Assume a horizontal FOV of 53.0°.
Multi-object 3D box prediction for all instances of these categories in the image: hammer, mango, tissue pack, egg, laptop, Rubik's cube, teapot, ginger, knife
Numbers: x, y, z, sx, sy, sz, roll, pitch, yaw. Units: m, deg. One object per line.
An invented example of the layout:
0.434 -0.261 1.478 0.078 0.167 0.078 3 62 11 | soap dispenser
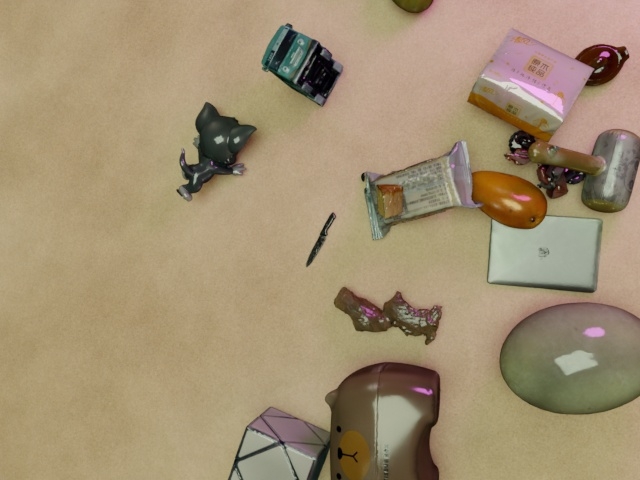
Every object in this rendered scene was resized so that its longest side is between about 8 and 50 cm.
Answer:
0.614 -0.185 1.508 0.305 0.113 0.202 12 91 -23 | hammer
0.456 -0.107 1.597 0.219 0.145 0.112 30 132 27 | mango
0.506 -0.375 1.556 0.225 0.124 0.185 32 69 11 | tissue pack
0.600 0.274 1.500 0.352 0.258 0.258 -4 89 16 | egg
0.566 0.029 1.628 0.269 0.015 0.188 4 92 13 | laptop
0.160 0.504 1.599 0.276 0.267 0.387 2 92 16 | tissue pack
-0.107 0.590 1.696 0.207 0.205 0.205 20 95 14 | Rubik's cube
0.682 -0.433 1.564 0.129 0.078 0.098 -18 87 13 | teapot
0.170 0.191 1.688 0.290 0.084 0.122 11 99 14 | ginger
0.000 0.000 1.766 0.023 0.010 0.170 31 99 17 | knife

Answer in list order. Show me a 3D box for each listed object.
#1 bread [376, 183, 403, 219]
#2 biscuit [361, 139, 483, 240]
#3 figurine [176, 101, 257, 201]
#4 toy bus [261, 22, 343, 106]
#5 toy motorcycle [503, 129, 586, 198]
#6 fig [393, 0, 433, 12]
0.152 -0.094 1.597 0.080 0.109 0.084 3 103 32 | bread
0.245 -0.128 1.638 0.309 0.079 0.186 -18 82 37 | biscuit
-0.317 -0.243 1.777 0.265 0.140 0.193 -43 62 -13 | figurine
-0.046 -0.447 1.649 0.147 0.256 0.128 31 97 14 | toy bus
0.551 -0.182 1.589 0.212 0.084 0.118 28 93 -4 | toy motorcycle
0.239 -0.658 1.651 0.136 0.121 0.153 -15 64 4 | fig
